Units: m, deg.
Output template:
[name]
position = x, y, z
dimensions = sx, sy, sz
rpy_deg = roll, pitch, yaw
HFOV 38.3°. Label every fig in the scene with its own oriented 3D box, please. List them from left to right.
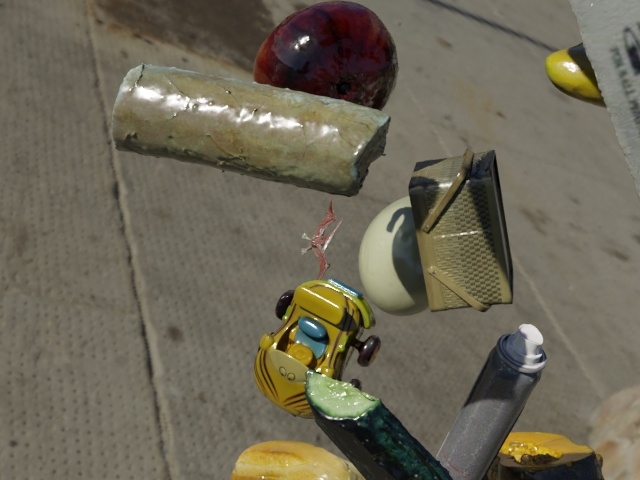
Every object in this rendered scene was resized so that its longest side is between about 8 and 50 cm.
[fig]
position = 0.006, -0.273, 1.476
dimensions = 0.235, 0.235, 0.214
rpy_deg = 14, 46, -30

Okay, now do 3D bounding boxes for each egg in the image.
[egg]
position = 0.193, 0.031, 1.982
dimensions = 0.219, 0.269, 0.219
rpy_deg = 22, -4, 2

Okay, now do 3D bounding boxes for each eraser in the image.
[eraser]
position = 0.368, -0.171, 1.019
dimensions = 0.352, 0.111, 0.077
rpy_deg = 67, 23, -9

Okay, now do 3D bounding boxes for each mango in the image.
[mango]
position = 0.394, -0.225, 1.256
dimensions = 0.191, 0.085, 0.122
rpy_deg = -24, 58, -37

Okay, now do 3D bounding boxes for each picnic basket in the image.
[picnic basket]
position = 0.246, -0.018, 1.582
dimensions = 0.139, 0.267, 0.165
rpy_deg = -7, 20, 15

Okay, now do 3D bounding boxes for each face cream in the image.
[face cream]
position = 0.229, 0.226, 1.236
dimensions = 0.073, 0.283, 0.073
rpy_deg = 11, 36, -9

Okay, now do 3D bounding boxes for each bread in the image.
[bread]
position = -0.041, 0.365, 1.337
dimensions = 0.106, 0.236, 0.140
rpy_deg = 34, 63, -36

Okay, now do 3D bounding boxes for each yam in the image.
[yam]
position = -0.066, -0.105, 0.878
dimensions = 0.259, 0.093, 0.093
rpy_deg = 13, 27, 12

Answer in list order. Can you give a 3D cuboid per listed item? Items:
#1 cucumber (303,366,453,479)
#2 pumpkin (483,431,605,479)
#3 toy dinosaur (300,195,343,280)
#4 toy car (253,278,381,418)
[cucumber]
position = 0.069, 0.191, 0.760
dimensions = 0.220, 0.070, 0.046
rpy_deg = 49, 57, -19
[pumpkin]
position = 0.393, 0.416, 1.597
dimensions = 0.222, 0.139, 0.317
rpy_deg = -4, -6, -6
[toy dinosaur]
position = 0.001, 0.000, 2.029
dimensions = 0.032, 0.108, 0.220
rpy_deg = 16, 78, -34
[toy car]
position = -0.019, 0.187, 1.566
dimensions = 0.200, 0.248, 0.142
rpy_deg = 24, 8, 22
